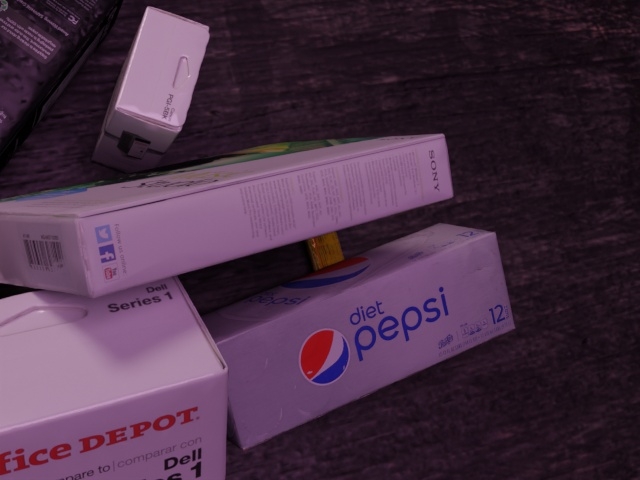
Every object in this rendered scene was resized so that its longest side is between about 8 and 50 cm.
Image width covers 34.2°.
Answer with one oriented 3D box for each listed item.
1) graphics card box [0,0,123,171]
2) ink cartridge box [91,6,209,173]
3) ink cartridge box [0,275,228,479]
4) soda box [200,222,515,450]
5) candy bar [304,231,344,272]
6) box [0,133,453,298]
[{"bbox_3d":[-0.350,-0.128,0.827,0.232,0.094,0.371,34,68,-9],"label":"graphics card box"},{"bbox_3d":[-0.146,-0.122,0.881,0.056,0.135,0.099,19,70,-15],"label":"ink cartridge box"},{"bbox_3d":[-0.177,0.177,0.714,0.201,0.278,0.117,-12,39,-23],"label":"ink cartridge box"},{"bbox_3d":[0.027,0.074,0.909,0.286,0.091,0.098,-21,105,-24],"label":"soda box"},{"bbox_3d":[0.000,0.000,0.971,0.040,0.018,0.162,-14,82,-25],"label":"candy bar"},{"bbox_3d":[-0.091,-0.028,0.787,0.322,0.232,0.059,-14,101,-39],"label":"box"}]
